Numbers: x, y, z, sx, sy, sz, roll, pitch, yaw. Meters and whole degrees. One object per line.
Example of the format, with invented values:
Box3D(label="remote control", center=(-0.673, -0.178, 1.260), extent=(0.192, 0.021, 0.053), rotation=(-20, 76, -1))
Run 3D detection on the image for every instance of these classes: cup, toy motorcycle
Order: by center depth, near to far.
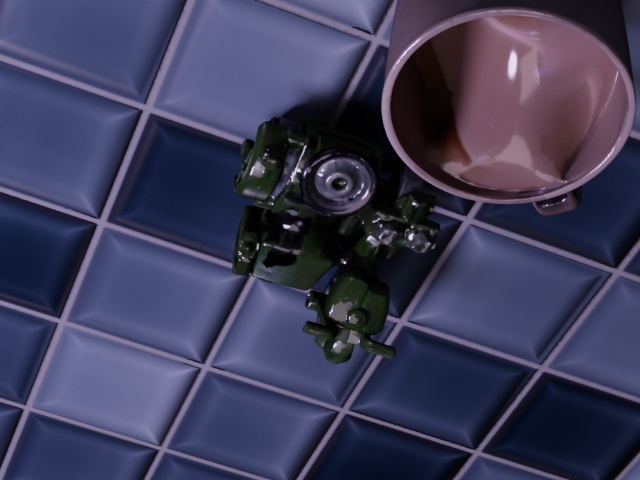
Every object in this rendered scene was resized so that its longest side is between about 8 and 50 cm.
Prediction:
Box3D(label="cup", center=(0.163, -0.144, 1.245), extent=(0.191, 0.200, 0.253), rotation=(-15, 130, 20))
Box3D(label="toy motorcycle", center=(0.000, 0.000, 1.462), extent=(0.205, 0.127, 0.275), rotation=(16, 131, -13))
